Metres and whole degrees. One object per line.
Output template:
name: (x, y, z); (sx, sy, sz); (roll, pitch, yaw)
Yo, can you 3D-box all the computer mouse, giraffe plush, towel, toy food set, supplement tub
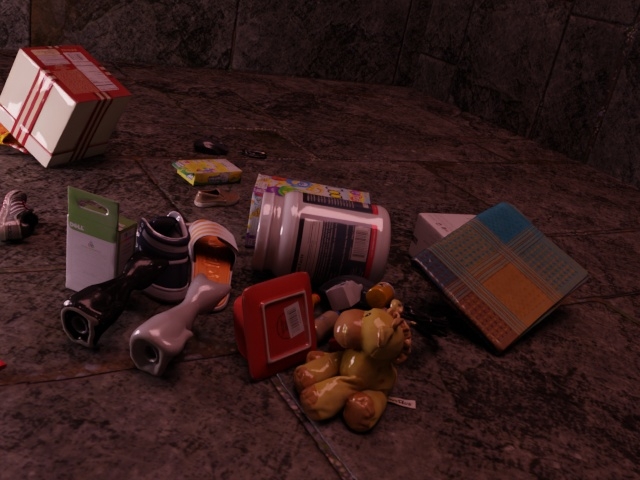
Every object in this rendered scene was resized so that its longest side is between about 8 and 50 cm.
computer mouse: (-0.290, -0.302, 2.159); (0.242, 0.041, 0.071); (5, 23, -18)
giraffe plush: (0.072, 0.183, 1.060); (0.210, 0.170, 0.181); (5, 24, -15)
towel: (0.396, 0.066, 1.452); (0.370, 0.040, 0.271); (-28, 66, -37)
computer mouse: (0.133, 0.123, 1.314); (0.262, 0.060, 0.184); (12, -12, 46)
toy food set: (0.051, 0.129, 1.216); (0.232, 0.111, 0.104); (-20, 4, 34)
supplement tub: (0.000, 0.000, 1.418); (0.272, 0.191, 0.191); (9, 23, -6)

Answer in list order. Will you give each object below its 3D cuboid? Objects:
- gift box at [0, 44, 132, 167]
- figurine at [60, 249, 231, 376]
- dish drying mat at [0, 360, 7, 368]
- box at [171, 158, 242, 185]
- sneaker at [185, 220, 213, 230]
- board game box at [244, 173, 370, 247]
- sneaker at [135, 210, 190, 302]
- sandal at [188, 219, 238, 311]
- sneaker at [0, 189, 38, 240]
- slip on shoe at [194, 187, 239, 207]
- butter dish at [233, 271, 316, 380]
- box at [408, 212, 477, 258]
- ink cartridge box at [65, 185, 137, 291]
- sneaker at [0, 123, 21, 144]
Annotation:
gift box: (-0.716, -0.374, 1.822); (0.276, 0.258, 0.255); (45, 29, 12)
figurine: (-0.282, 0.104, 1.118); (0.215, 0.092, 0.209); (19, 38, 15)
dish drying mat: (-0.516, 0.178, 1.002); (0.083, 0.008, 0.032); (19, 24, 19)
box: (-0.327, -0.196, 1.901); (0.179, 0.043, 0.105); (-5, 29, -39)
sneaker: (-0.271, 0.002, 1.442); (0.084, 0.069, 0.185); (26, 29, 32)
board game box: (-0.028, -0.051, 1.584); (0.275, 0.142, 0.144); (10, 23, -4)
sneaker: (-0.363, -0.002, 1.299); (0.282, 0.153, 0.099); (23, 25, 26)
sandal: (-0.210, 0.029, 1.335); (0.102, 0.076, 0.265); (10, 37, -19)
sneaker: (-0.632, -0.050, 1.402); (0.075, 0.063, 0.170); (5, 29, -15)
slip on shoe: (-0.270, -0.118, 1.748); (0.135, 0.041, 0.051); (-9, 31, -39)
butter dish: (-0.096, 0.141, 1.147); (0.118, 0.160, 0.160); (1, 11, 45)
box: (0.341, 0.024, 1.614); (0.182, 0.119, 0.181); (1, 26, -23)
ink cartridge box: (-0.396, 0.002, 1.202); (0.109, 0.209, 0.062); (19, 27, 15)
sneaker: (-0.894, -0.301, 1.849); (0.175, 0.064, 0.067); (9, 33, 0)
